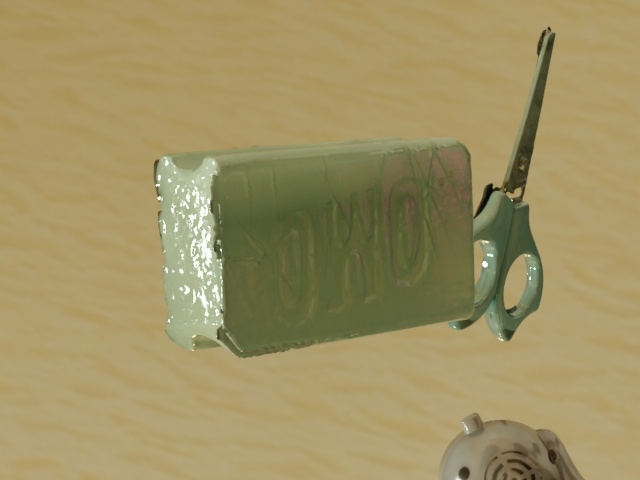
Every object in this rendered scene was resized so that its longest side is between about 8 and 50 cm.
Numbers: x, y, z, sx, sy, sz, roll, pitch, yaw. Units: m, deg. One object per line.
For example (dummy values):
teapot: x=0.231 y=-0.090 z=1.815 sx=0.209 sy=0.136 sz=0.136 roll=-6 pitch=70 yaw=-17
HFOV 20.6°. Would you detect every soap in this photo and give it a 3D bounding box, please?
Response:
soap: x=0.000 y=0.000 z=1.318 sx=0.261 sy=0.094 sz=0.150 roll=-7 pitch=-87 yaw=-41

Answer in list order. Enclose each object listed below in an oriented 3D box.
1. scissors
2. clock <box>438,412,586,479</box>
scissors: x=0.218 y=-0.067 z=1.995 sx=0.191 sy=0.029 sz=0.360 roll=13 pitch=-92 yaw=-48
clock: x=0.179 y=0.262 z=1.496 sx=0.254 sy=0.189 sz=0.189 roll=60 pitch=-161 yaw=2
